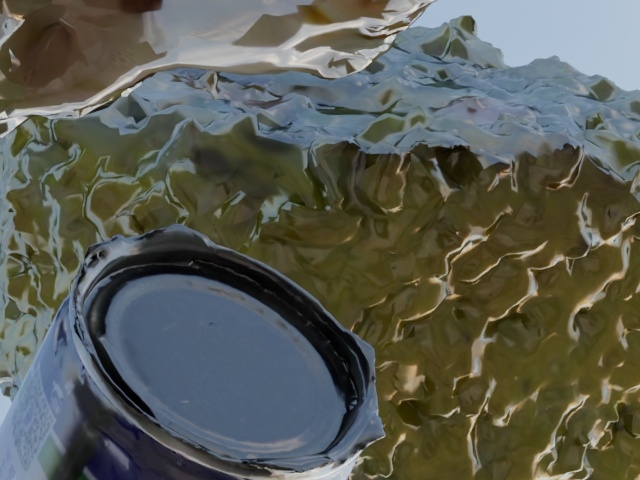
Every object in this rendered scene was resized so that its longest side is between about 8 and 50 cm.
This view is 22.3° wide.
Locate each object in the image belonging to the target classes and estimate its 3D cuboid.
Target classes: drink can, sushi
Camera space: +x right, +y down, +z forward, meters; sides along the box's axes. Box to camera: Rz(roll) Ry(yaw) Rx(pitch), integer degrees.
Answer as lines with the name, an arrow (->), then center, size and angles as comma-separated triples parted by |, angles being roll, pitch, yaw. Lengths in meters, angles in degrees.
drink can -> -0.074, 0.113, 0.498 | 0.097, 0.097, 0.235 | 23, -60, -12
sushi -> 0.000, 0.000, 0.936 | 0.397, 0.351, 0.240 | -4, -67, -30

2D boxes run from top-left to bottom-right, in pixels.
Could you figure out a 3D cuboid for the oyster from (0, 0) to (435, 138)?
oyster -> -0.040, -0.070, 0.316 | 0.221, 0.361, 0.096 | -8, -83, 22
